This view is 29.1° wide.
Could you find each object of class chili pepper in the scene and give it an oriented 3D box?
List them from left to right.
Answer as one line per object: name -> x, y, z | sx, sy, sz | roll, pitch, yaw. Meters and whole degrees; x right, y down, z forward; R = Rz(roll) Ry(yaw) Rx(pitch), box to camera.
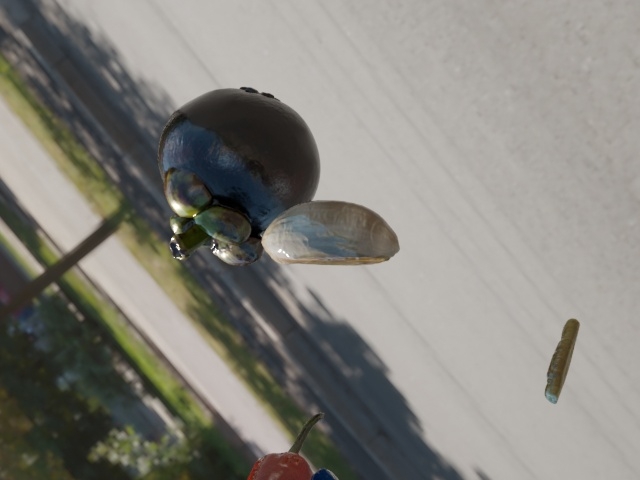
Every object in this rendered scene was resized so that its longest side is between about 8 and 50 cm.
chili pepper -> -0.079, 0.478, 2.386 | 0.338, 0.135, 0.131 | -79, 0, -57

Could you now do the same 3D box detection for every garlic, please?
garlic -> 0.004, -0.006, 1.684 | 0.101, 0.196, 0.087 | 61, -151, -64

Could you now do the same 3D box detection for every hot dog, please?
hot dog -> 0.351, 0.171, 1.792 | 0.028, 0.137, 0.044 | 18, 154, 13

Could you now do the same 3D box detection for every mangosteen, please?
mangosteen -> -0.139, -0.114, 2.172 | 0.297, 0.297, 0.313 | 151, 108, -77

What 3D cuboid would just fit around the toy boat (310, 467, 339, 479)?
toy boat -> 0.038, 0.520, 2.208 | 0.291, 0.070, 0.210 | 65, -169, -61
